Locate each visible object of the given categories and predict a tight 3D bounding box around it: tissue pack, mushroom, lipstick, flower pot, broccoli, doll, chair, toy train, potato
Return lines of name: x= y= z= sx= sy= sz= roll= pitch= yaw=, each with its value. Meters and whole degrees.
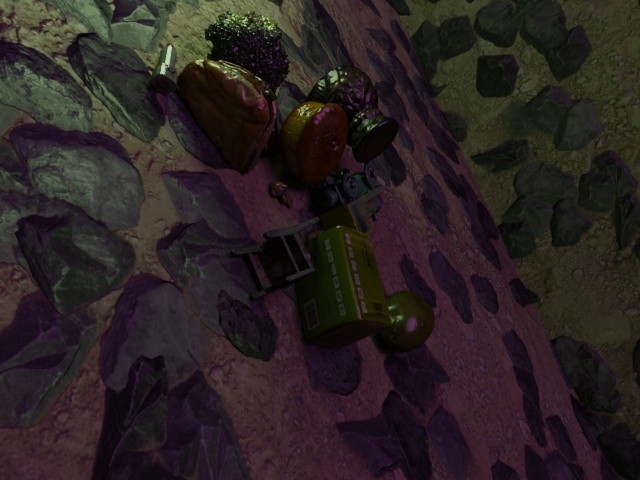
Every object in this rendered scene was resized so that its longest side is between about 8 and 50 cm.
tissue pack: x=0.052 y=0.132 z=1.643 sx=0.167 sy=0.200 sz=0.274 roll=20 pitch=50 yaw=-46
mushroom: x=-0.167 y=-0.342 z=1.798 sx=0.080 sy=0.135 sz=0.170 roll=2 pitch=43 yaw=-13
lipstick: x=-0.409 y=-0.474 z=1.603 sx=0.063 sy=0.057 sz=0.186 roll=30 pitch=40 yaw=-35
flower pot: x=0.117 y=-0.426 z=2.085 sx=0.267 sy=0.266 sz=0.266 roll=52 pitch=27 yaw=20
broccoli: x=-0.214 y=-0.555 z=1.802 sx=0.288 sy=0.235 sz=0.260 roll=83 pitch=10 yaw=-46
doll: x=-0.115 y=-0.138 z=1.790 sx=0.093 sy=0.051 sz=0.061 roll=71 pitch=14 yaw=-49
chair: x=-0.087 y=0.044 z=1.572 sx=0.270 sy=0.136 sz=0.147 roll=-18 pitch=82 yaw=-60
toy train: x=0.116 y=-0.128 z=2.016 sx=0.369 sy=0.150 sz=0.237 roll=-33 pitch=102 yaw=-59
potato: x=0.274 y=0.254 z=1.923 sx=0.186 sy=0.148 sz=0.253 roll=56 pitch=30 yaw=-13

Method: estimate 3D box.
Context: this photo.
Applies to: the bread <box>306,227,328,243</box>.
bread: x=0.000 y=0.000 z=1.811 sx=0.082 sy=0.060 sz=0.113 roll=55 pitch=33 yaw=-15

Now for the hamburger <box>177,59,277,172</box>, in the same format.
hamburger: x=-0.221 y=-0.369 z=1.647 sx=0.330 sy=0.209 sz=0.162 roll=58 pitch=31 yaw=-9

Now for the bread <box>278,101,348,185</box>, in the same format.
bread: x=-0.016 y=-0.306 z=1.852 sx=0.146 sy=0.268 sz=0.268 roll=29 pitch=18 yaw=28
